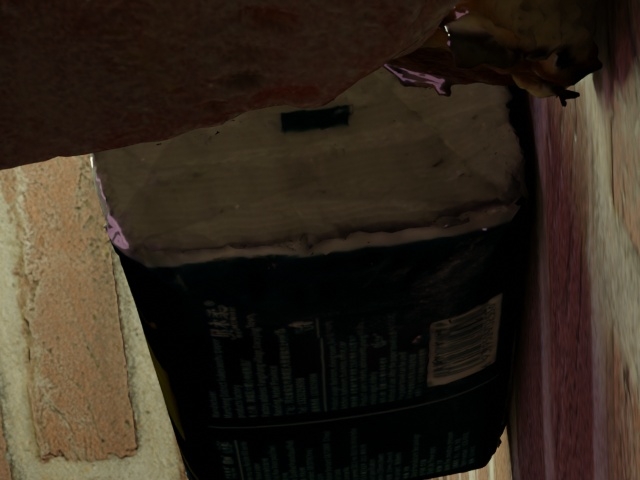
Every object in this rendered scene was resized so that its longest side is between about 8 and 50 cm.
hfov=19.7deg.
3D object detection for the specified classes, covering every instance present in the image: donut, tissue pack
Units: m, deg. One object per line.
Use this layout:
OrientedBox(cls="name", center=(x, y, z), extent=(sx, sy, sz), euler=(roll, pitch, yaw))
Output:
OrientedBox(cls="donut", center=(0.056, -0.125, 0.788), extent=(0.186, 0.144, 0.126), euler=(19, -94, -62))
OrientedBox(cls="tissue pack", center=(0.000, 0.000, 1.275), extent=(0.416, 0.264, 0.253), euler=(82, 178, -60))

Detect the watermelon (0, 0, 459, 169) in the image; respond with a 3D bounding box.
OrientedBox(cls="watermelon", center=(0.010, -0.120, 0.471), extent=(0.226, 0.318, 0.148), euler=(37, 145, 30))
